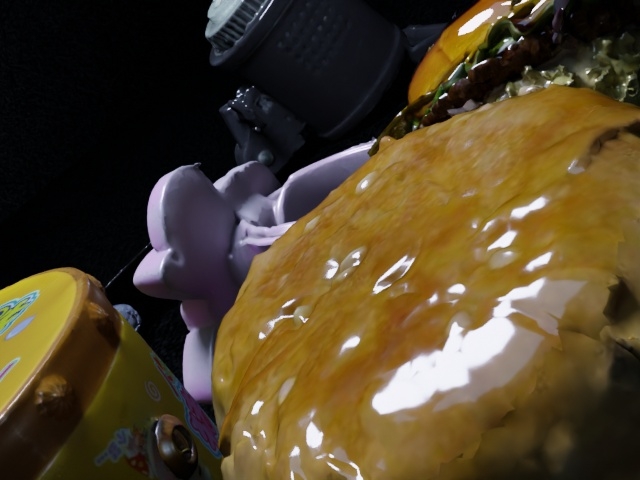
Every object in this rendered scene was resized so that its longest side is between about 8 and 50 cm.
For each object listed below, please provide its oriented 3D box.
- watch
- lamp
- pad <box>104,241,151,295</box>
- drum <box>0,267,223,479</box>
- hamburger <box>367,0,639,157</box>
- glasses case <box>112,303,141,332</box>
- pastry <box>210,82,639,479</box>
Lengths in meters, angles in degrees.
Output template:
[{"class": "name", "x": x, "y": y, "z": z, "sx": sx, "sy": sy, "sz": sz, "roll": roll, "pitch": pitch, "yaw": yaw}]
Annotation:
[{"class": "watch", "x": 0.000, "y": 0.000, "z": 0.765, "sx": 0.218, "sy": 0.211, "sz": 0.248, "roll": -16, "pitch": 18, "yaw": 27}, {"class": "lamp", "x": -0.018, "y": -0.288, "z": 1.292, "sx": 0.374, "sy": 0.272, "sz": 0.205, "roll": -40, "pitch": 22, "yaw": -10}, {"class": "pad", "x": -0.306, "y": 0.104, "z": 1.167, "sx": 0.367, "sy": 0.007, "sz": 0.247, "roll": -49, "pitch": 4, "yaw": -31}, {"class": "drum", "x": -0.260, "y": 0.225, "z": 0.632, "sx": 0.431, "sy": 0.214, "sz": 0.431, "roll": -32, "pitch": 19, "yaw": 13}, {"class": "hamburger", "x": 0.167, "y": -0.090, "z": 0.633, "sx": 0.262, "sy": 0.138, "sz": 0.243, "roll": 0, "pitch": -32, "yaw": -45}, {"class": "glasses case", "x": -0.309, "y": 0.176, "z": 1.033, "sx": 0.282, "sy": 0.067, "sz": 0.109, "roll": -48, "pitch": 15, "yaw": -33}, {"class": "pastry", "x": 0.084, "y": 0.066, "z": 0.460, "sx": 0.284, "sy": 0.184, "sz": 0.316, "roll": -44, "pitch": 21, "yaw": -2}]
